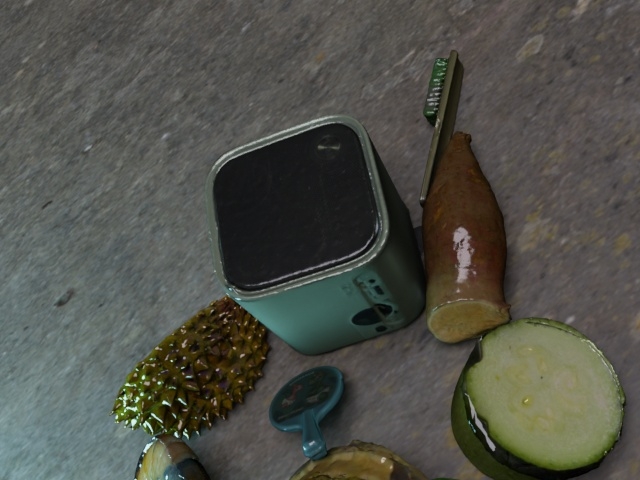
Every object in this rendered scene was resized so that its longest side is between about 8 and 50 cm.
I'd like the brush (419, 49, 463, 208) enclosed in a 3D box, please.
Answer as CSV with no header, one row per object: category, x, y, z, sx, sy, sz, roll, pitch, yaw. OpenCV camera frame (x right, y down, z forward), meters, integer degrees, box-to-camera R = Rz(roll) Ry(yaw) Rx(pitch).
brush,0.187,-0.179,1.300,0.048,0.054,0.282,-1,66,31

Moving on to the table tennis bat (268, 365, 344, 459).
table tennis bat,-0.016,0.243,1.137,0.124,0.033,0.201,-30,20,5

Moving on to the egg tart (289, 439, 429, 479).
egg tart,0.014,0.411,0.990,0.352,0.150,0.352,-25,52,36

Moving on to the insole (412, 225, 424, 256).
insole,0.119,0.036,1.257,0.053,0.002,0.153,36,83,31

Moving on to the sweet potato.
sweet potato,0.208,-0.025,1.177,0.131,0.131,0.337,-7,65,18

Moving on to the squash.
squash,0.288,0.221,1.065,0.220,0.133,0.220,-2,59,4

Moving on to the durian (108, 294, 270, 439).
durian,-0.205,0.199,1.227,0.153,0.186,0.261,36,96,37

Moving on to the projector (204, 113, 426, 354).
projector,0.000,0.000,1.175,0.248,0.249,0.248,-18,60,12

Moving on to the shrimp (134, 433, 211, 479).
shrimp,-0.201,0.407,1.124,0.290,0.054,0.222,18,95,52

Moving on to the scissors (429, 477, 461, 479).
scissors,0.238,0.339,1.034,0.204,0.101,0.027,2,98,10
